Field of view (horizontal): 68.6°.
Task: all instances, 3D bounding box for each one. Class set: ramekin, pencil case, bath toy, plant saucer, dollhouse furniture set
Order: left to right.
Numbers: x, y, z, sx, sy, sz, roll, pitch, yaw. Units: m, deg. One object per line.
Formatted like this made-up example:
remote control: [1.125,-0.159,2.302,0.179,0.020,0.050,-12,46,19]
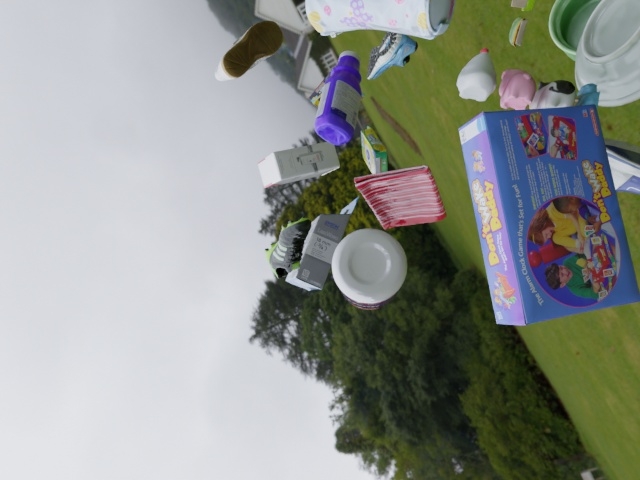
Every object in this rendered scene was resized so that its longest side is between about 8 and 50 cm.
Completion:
pencil case: [0.102,-0.433,0.844,0.113,0.273,0.124,-11,-66,-54]
dollhouse furniture set: [0.444,-0.526,1.076,0.076,0.058,0.152,-80,-3,-61]
bath toy: [0.519,-0.389,1.192,0.151,0.347,0.129,119,166,-83]
ramekin: [0.981,-0.772,1.646,0.148,0.303,0.304,8,-124,-52]
plant saucer: [0.808,-0.562,1.231,0.100,0.401,0.401,16,-145,-16]

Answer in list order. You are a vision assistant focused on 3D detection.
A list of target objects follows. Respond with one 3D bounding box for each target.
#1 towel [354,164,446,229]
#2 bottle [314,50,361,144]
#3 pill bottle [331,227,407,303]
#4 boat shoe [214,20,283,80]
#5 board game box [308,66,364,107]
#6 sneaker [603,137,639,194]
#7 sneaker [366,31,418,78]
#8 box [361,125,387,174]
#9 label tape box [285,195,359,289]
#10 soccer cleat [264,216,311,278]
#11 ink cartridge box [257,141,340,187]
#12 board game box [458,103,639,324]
towel: [0.224,-0.109,1.272,0.275,0.198,0.031,45,-139,-57]
bottle: [0.062,-0.423,1.371,0.118,0.092,0.283,27,-115,-35]
pill bottle: [0.130,0.089,1.249,0.323,0.181,0.182,64,-176,-76]
boat shoe: [-0.221,-0.569,1.410,0.277,0.096,0.098,-50,-62,-32]
board game box: [0.061,-0.518,1.693,0.170,0.141,0.048,23,-154,-51]
sneaker: [0.581,-0.141,1.063,0.127,0.315,0.182,-27,-46,-40]
sneaker: [0.147,-0.375,0.978,0.162,0.073,0.064,173,107,-73]
box: [0.167,-0.281,1.491,0.179,0.043,0.105,-106,5,-50]
label tape box: [0.000,0.000,1.620,0.105,0.334,0.240,23,169,-8]
soccer cleat: [-0.053,0.015,0.883,0.060,0.179,0.072,-20,-105,-32]
ink cartridge box: [-0.093,-0.317,1.969,0.207,0.282,0.117,-10,96,64]
board game box: [0.389,-0.049,0.805,0.078,0.233,0.348,150,112,-74]
